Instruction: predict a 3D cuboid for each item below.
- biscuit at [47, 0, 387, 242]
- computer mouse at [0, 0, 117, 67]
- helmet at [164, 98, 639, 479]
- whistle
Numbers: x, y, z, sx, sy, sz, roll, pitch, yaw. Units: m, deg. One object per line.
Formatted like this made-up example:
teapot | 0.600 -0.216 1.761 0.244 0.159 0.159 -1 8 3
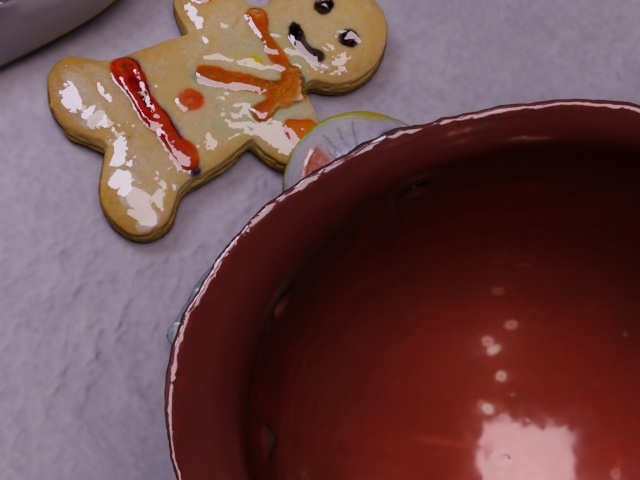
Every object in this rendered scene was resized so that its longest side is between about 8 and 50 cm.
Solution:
biscuit | -0.059 -0.105 1.269 0.234 0.030 0.153 -26 77 -19
computer mouse | -0.262 -0.175 1.234 0.310 0.072 0.158 -26 77 -19
helmet | 0.112 0.113 1.105 0.385 0.230 0.337 -5 77 -2
whistle | 0.000 0.000 1.197 0.223 0.123 0.123 -39 79 -7
